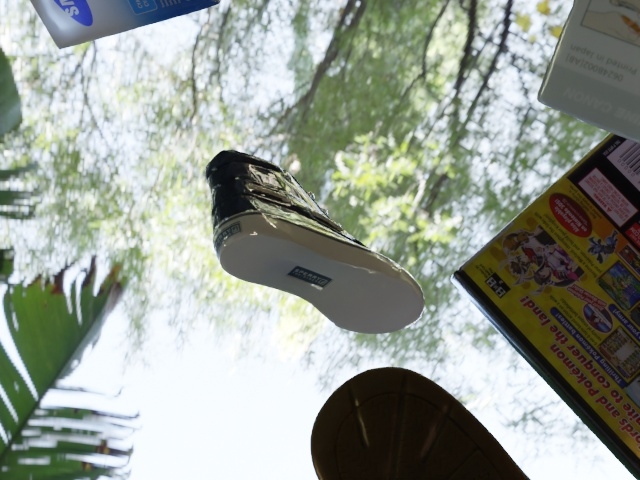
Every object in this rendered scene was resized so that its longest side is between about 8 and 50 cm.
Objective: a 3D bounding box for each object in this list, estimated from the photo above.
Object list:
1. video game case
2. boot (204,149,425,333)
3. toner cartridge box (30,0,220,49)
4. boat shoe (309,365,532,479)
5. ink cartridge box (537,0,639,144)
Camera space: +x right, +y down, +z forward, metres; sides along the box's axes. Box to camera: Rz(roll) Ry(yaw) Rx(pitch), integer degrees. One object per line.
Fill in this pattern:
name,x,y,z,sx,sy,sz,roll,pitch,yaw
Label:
video game case,0.306,0.053,1.013,0.248,0.035,0.275,-41,-100,-8
boot,0.000,0.000,0.768,0.190,0.069,0.086,28,-144,-40
toner cartridge box,-0.216,-0.334,0.873,0.165,0.347,0.075,-12,-139,16
boat shoe,0.128,0.214,0.601,0.122,0.110,0.341,-37,-110,-3
ink cartridge box,0.376,-0.227,0.786,0.308,0.385,0.091,25,-163,17
